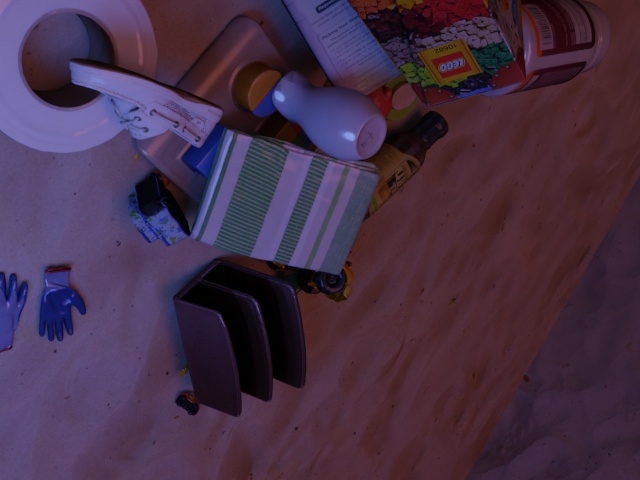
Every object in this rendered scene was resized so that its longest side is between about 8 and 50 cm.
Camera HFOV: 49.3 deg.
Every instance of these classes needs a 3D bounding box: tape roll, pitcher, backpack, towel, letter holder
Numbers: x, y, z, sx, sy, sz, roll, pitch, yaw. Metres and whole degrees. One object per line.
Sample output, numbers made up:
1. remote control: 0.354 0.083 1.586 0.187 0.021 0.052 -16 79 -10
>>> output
1. tape roll: -0.394 -0.280 1.042 0.286 0.100 0.286 -24 129 -32
2. pitcher: 0.030 -0.217 1.304 0.125 0.207 0.178 -55 145 -4
3. backpack: -0.297 -0.045 1.281 0.084 0.105 0.114 -30 134 2
4. towel: -0.065 -0.070 1.340 0.325 0.038 0.247 12 112 -25
5. letter holder: -0.157 0.222 1.466 0.152 0.215 0.301 -47 143 -45

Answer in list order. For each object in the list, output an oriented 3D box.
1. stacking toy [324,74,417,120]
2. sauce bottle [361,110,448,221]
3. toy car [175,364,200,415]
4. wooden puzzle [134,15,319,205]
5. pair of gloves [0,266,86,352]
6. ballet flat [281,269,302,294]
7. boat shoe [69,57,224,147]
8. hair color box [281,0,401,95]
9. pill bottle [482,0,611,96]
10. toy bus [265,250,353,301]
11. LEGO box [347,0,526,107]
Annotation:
1. stacking toy: 0.175 -0.379 1.515 0.280 0.130 0.308 4 111 -45
2. sauce bottle: 0.168 -0.179 1.645 0.344 0.111 0.111 -44 137 -17
3. toy car: -0.286 0.331 1.560 0.040 0.060 0.122 -52 160 -60
4. wooden puzzle: -0.140 -0.199 1.355 0.322 0.081 0.348 -52 139 -7
5. pair of gloves: -0.511 0.121 1.233 0.198 0.023 0.159 -11 123 -39
6. ballet flat: -0.025 0.036 1.627 0.247 0.083 0.087 -42 113 -18
7. boat shoe: -0.264 -0.199 1.068 0.277 0.098 0.096 12 104 -52
8. hair color box: 0.029 -0.436 1.267 0.174 0.105 0.347 -31 127 6
9. pill bottle: 0.532 -0.489 1.726 0.392 0.224 0.223 -18 125 -37
10. toy bus: 0.000 0.000 1.522 0.220 0.149 0.211 38 73 -15
11. LEGO box: 0.194 -0.549 1.194 0.372 0.193 0.499 37 50 -49
